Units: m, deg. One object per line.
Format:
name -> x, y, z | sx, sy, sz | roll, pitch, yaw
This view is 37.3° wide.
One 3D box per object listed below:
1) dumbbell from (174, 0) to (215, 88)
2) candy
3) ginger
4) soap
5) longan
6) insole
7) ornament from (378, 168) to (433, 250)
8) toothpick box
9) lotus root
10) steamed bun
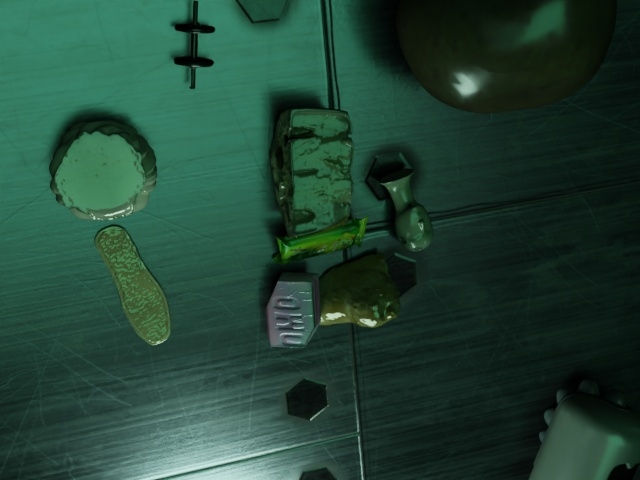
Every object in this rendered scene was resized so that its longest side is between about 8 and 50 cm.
dumbbell -> -0.213, -0.330, 1.604 | 0.069, 0.069, 0.147 | -1, 109, -16
candy -> 0.000, 0.001, 1.770 | 0.178, 0.102, 0.032 | -13, 67, -15
ginger -> 0.061, 0.125, 1.817 | 0.193, 0.123, 0.115 | -25, 125, 2
soap -> -0.052, 0.136, 1.797 | 0.100, 0.056, 0.149 | 3, 110, 14
longan -> 0.309, -0.376, 1.593 | 0.360, 0.361, 0.361 | -5, 109, -15
insole -> -0.339, 0.083, 1.737 | 0.081, 0.011, 0.248 | -25, 113, -6
ornament -> 0.168, -0.053, 1.804 | 0.074, 0.081, 0.156 | -26, 109, -22
toothpick box -> 0.570, 0.458, 2.032 | 0.229, 0.229, 0.317 | 13, 102, -20
lotus root -> -0.017, -0.129, 1.694 | 0.118, 0.138, 0.235 | -6, 109, -20
steamed bun -> -0.370, -0.123, 1.609 | 0.182, 0.106, 0.183 | -4, 105, -14
